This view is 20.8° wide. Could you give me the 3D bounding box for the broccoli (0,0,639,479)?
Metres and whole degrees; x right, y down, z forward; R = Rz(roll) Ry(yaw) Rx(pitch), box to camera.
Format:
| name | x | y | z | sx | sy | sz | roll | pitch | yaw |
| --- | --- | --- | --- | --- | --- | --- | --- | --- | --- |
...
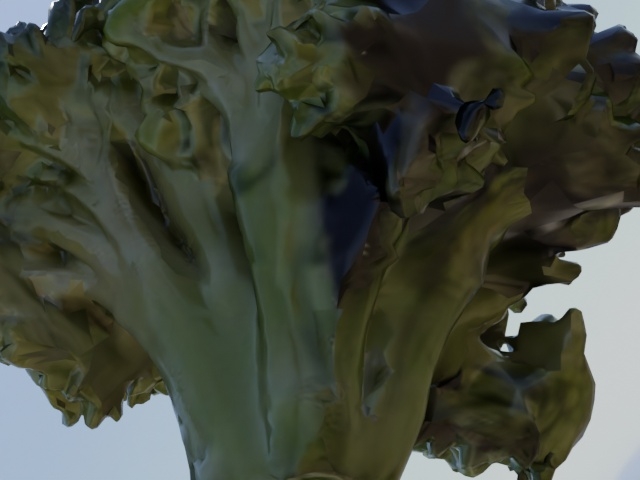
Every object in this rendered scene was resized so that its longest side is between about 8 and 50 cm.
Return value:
| name | x | y | z | sx | sy | sz | roll | pitch | yaw |
| --- | --- | --- | --- | --- | --- | --- | --- | --- | --- |
| broccoli | -0.009 | -0.003 | 0.787 | 0.293 | 0.348 | 0.281 | 97 | 168 | -53 |
